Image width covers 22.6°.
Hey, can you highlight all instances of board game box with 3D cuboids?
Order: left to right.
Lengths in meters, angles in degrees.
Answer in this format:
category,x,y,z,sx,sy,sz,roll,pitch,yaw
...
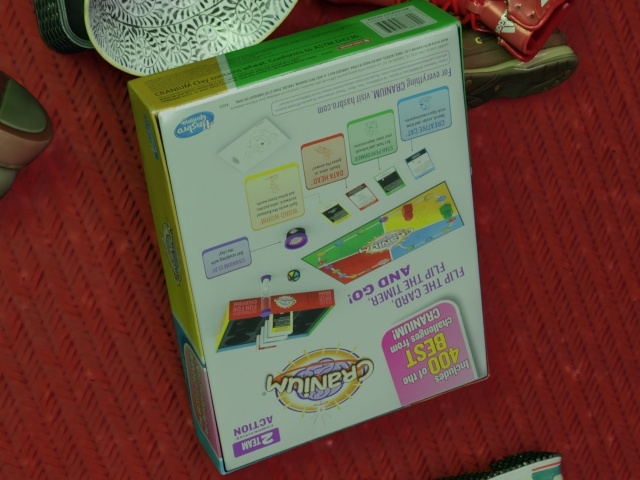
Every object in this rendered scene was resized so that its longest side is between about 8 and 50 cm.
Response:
category,x,y,z,sx,sy,sz,roll,pitch,yaw
board game box,0.000,0.000,1.219,0.242,0.064,0.317,-18,121,-18

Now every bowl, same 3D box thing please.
category,x,y,z,sx,sy,sz,roll,pitch,yaw
bowl,-0.098,-0.202,1.118,0.170,0.170,0.080,-17,56,-19

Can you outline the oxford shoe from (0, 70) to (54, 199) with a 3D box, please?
category,x,y,z,sx,sy,sz,roll,pitch,yaw
oxford shoe,-0.362,-0.101,1.092,0.348,0.123,0.130,27,115,-26

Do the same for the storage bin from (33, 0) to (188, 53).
category,x,y,z,sx,sy,sz,roll,pitch,yaw
storage bin,-0.156,-0.236,1.196,0.122,0.084,0.180,-12,98,-20

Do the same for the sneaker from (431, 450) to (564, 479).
category,x,y,z,sx,sy,sz,roll,pitch,yaw
sneaker,0.140,0.232,1.354,0.161,0.057,0.075,-15,93,-23

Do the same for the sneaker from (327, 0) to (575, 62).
category,x,y,z,sx,sy,sz,roll,pitch,yaw
sneaker,0.109,-0.201,1.272,0.221,0.087,0.128,-16,59,-19

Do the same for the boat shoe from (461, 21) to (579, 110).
category,x,y,z,sx,sy,sz,roll,pitch,yaw
boat shoe,0.126,-0.148,1.329,0.178,0.064,0.060,-13,67,-21
